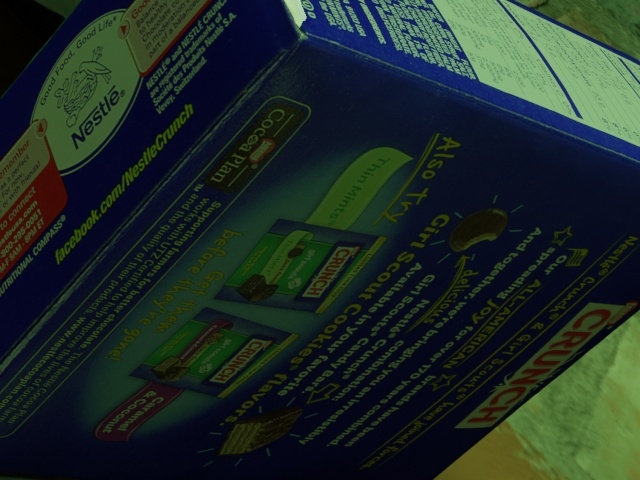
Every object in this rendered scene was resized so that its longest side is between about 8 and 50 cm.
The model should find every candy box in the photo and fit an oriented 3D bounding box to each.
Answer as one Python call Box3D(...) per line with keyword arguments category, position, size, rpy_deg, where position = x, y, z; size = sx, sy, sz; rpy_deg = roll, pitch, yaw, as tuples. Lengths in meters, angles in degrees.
Box3D(category="candy box", position=(0.000, 0.000, 0.753), size=(0.317, 0.268, 0.122), rpy_deg=(16, 39, -44))

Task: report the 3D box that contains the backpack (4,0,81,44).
Box3D(category="backpack", position=(-0.067, -0.174, 0.963), size=(0.290, 0.273, 0.355), rpy_deg=(17, 5, -44))
